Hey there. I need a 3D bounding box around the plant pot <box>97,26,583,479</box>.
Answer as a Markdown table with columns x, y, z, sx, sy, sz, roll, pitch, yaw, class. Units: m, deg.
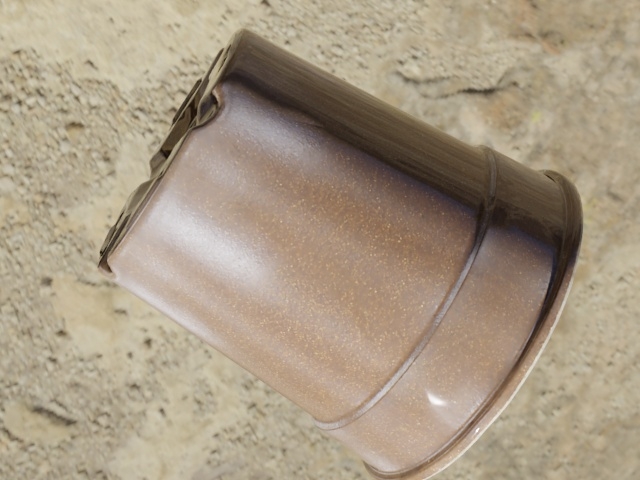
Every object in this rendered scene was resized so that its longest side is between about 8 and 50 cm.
| x | y | z | sx | sy | sz | roll | pitch | yaw | class |
| --- | --- | --- | --- | --- | --- | --- | --- | --- | --- |
| 0.000 | 0.000 | 0.491 | 0.165 | 0.167 | 0.167 | 30 | 103 | -13 | plant pot |
